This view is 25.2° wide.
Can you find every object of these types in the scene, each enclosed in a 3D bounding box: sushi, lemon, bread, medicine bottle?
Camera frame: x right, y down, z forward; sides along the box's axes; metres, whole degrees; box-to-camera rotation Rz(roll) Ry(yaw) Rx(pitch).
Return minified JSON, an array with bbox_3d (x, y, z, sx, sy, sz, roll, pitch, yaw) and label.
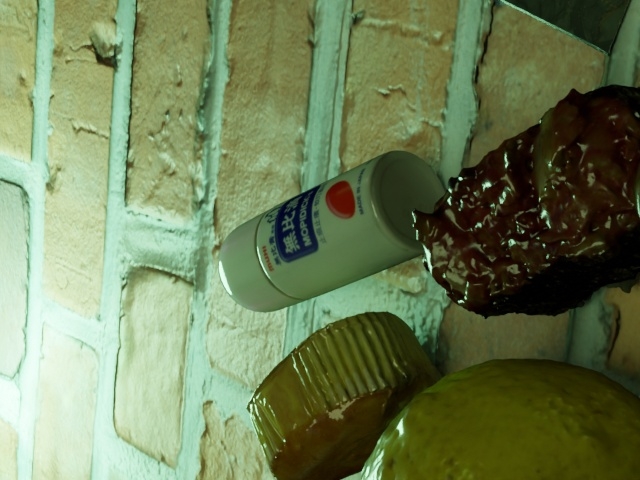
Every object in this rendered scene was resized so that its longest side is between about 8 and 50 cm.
[{"bbox_3d":[0.257,-0.029,1.473,0.343,0.182,0.196,-38,74,46],"label":"sushi"},{"bbox_3d":[0.216,0.295,1.432,0.387,0.350,0.349,41,124,51],"label":"lemon"},{"bbox_3d":[0.028,0.203,1.754,0.250,0.179,0.133,-44,55,31],"label":"bread"},{"bbox_3d":[0.000,0.000,1.791,0.341,0.130,0.130,-24,78,47],"label":"medicine bottle"}]

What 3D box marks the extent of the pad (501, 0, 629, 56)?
[{"bbox_3d":[0.225,-0.387,1.586,0.367,0.007,0.247,36,121,38],"label":"pad"}]
